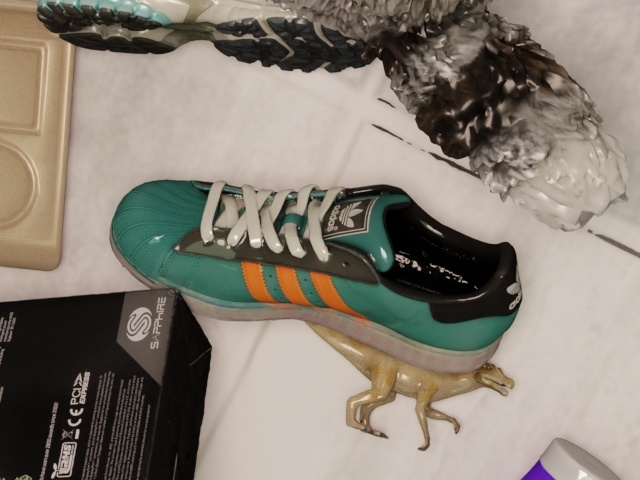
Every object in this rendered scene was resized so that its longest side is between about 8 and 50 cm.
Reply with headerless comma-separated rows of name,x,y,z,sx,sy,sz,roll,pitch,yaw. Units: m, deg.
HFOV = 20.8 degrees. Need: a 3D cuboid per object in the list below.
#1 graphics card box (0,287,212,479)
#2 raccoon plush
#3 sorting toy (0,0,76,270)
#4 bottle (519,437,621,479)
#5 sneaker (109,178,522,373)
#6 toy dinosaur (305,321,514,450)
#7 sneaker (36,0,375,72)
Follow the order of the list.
graphics card box,-0.273,0.162,1.250,0.370,0.094,0.233,-6,53,16
raccoon plush,0.108,-0.265,1.126,0.446,0.216,0.299,40,126,3
sorting toy,-0.285,-0.086,1.337,0.193,0.038,0.208,6,103,6
bottle,0.120,0.277,1.295,0.092,0.118,0.283,36,99,10
sneaker,0.000,0.000,1.255,0.302,0.108,0.121,14,142,-2
toy dinosaur,0.051,0.102,1.323,0.183,0.053,0.093,19,83,0
sneaker,-0.059,-0.199,1.260,0.283,0.110,0.122,7,79,-3
